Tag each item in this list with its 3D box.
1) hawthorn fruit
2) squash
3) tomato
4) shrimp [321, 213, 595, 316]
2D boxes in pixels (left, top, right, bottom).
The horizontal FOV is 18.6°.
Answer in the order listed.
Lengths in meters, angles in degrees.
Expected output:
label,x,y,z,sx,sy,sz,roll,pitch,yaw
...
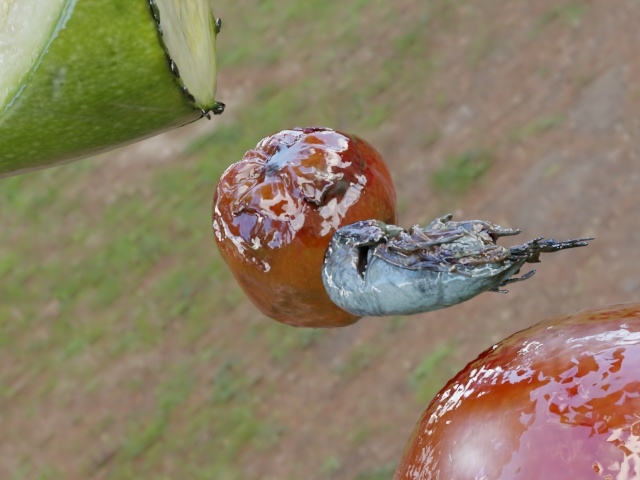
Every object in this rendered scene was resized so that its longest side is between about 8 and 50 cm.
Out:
label,x,y,z,sx,sy,sz,roll,pitch,yaw
hawthorn fruit,-0.006,-0.009,1.701,0.173,0.179,0.173,-9,7,1
squash,-0.191,-0.117,0.989,0.260,0.189,0.189,-11,22,10
tomato,0.186,0.108,0.885,0.289,0.335,0.176,-37,52,48
shrimp,0.104,0.015,1.494,0.233,0.090,0.079,-7,74,29
